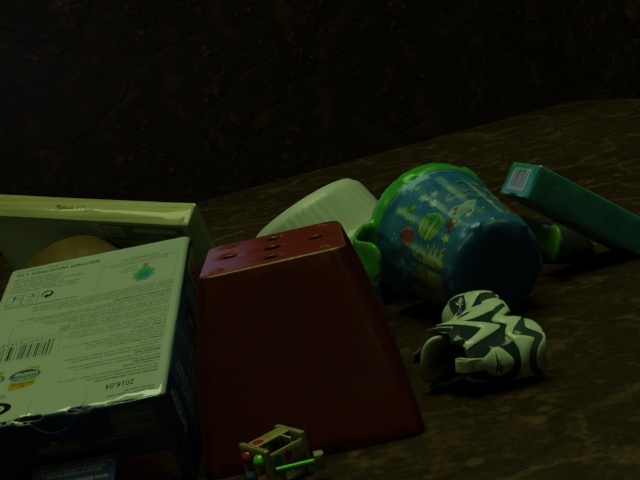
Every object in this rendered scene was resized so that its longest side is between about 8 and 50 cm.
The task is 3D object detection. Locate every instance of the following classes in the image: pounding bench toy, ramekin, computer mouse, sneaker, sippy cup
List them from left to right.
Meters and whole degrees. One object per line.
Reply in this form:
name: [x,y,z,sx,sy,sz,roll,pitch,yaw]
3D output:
pounding bench toy: [-0.043,0.248,1.184,0.065,0.052,0.083,-21,14,-37]
ramekin: [0.000,0.000,1.896,0.273,0.127,0.273,-33,-8,-6]
sneaker: [0.177,0.132,1.401,0.153,0.094,0.235,-7,19,-18]
sippy cup: [0.222,0.014,1.667,0.305,0.240,0.224,-39,26,-7]
computer mouse: [0.353,0.006,1.921,0.184,0.060,0.262,-17,12,-26]

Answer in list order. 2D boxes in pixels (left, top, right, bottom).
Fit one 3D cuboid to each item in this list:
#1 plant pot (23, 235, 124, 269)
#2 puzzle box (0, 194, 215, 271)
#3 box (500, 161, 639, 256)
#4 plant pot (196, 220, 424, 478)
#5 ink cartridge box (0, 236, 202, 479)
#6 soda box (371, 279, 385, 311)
plant pot: [-0.337,0.140,1.675,0.237,0.237,0.254,-19,26,-29]
puzzle box: [-0.371,0.031,1.874,0.408,0.272,0.052,4,52,17]
box: [0.430,-0.052,1.770,0.244,0.060,0.100,24,0,-18]
plant pot: [-0.033,0.117,1.349,0.267,0.236,0.267,-12,12,1]
ink cartridge box: [-0.292,0.181,1.345,0.270,0.151,0.395,-11,31,6]
soda box: [0.007,0.118,1.731,0.210,0.067,0.071,-21,14,-40]
